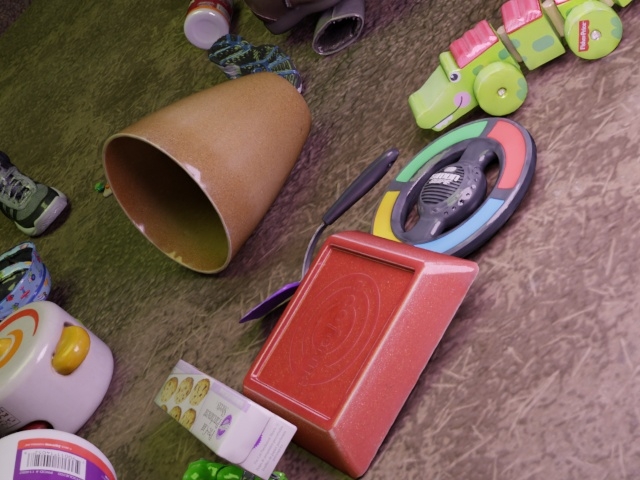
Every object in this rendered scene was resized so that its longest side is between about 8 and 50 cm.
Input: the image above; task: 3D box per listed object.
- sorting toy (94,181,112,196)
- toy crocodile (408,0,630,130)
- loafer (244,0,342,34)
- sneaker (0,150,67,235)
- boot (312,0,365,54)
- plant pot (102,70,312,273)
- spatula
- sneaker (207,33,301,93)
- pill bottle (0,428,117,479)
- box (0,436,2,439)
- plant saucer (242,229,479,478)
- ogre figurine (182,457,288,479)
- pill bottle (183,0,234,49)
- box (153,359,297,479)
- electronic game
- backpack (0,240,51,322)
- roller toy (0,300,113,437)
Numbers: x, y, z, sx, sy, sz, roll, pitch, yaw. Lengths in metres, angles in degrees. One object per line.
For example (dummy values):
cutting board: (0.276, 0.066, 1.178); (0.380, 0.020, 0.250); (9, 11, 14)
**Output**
sorting toy: (-0.374, -0.104, 2.258); (0.083, 0.012, 0.062); (-32, 31, 21)
toy crocodile: (0.249, -0.250, 1.532); (0.340, 0.105, 0.115); (-32, 31, 17)
loafer: (-0.033, -0.433, 1.998); (0.366, 0.130, 0.134); (-25, 39, 57)
sneaker: (-0.581, -0.097, 2.370); (0.101, 0.153, 0.268); (-52, 29, -13)
boot: (0.060, -0.411, 2.028); (0.189, 0.076, 0.208); (-44, 18, 32)
plant pot: (-0.136, -0.122, 1.788); (0.237, 0.237, 0.254); (-3, 35, 51)
spatula: (0.000, 0.000, 1.530); (0.296, 0.030, 0.084); (-53, -16, 20)
sneaker: (-0.093, -0.272, 2.052); (0.080, 0.081, 0.211); (-47, 46, -7)
pill bottle: (-0.315, 0.371, 1.389); (0.181, 0.181, 0.323); (-36, 30, 15)
box: (-0.671, 0.339, 1.723); (0.395, 0.212, 0.293); (-49, -14, -10)
plant saucer: (0.025, 0.105, 1.395); (0.259, 0.047, 0.258); (17, 74, 58)
ogre figurine: (-0.133, 0.309, 1.334); (0.118, 0.097, 0.197); (23, 85, 41)
pill bottle: (-0.209, -0.434, 2.396); (0.086, 0.086, 0.152); (-30, 31, 25)
box: (-0.113, 0.192, 1.402); (0.067, 0.063, 0.324); (-60, 17, -7)
electronic game: (0.152, -0.054, 1.474); (0.229, 0.048, 0.229); (-33, 31, 22)
backpack: (-0.506, 0.092, 2.064); (0.173, 0.117, 0.158); (-39, 29, 13)
roller toy: (-0.402, 0.188, 1.774); (0.191, 0.146, 0.209); (-50, 30, -8)
